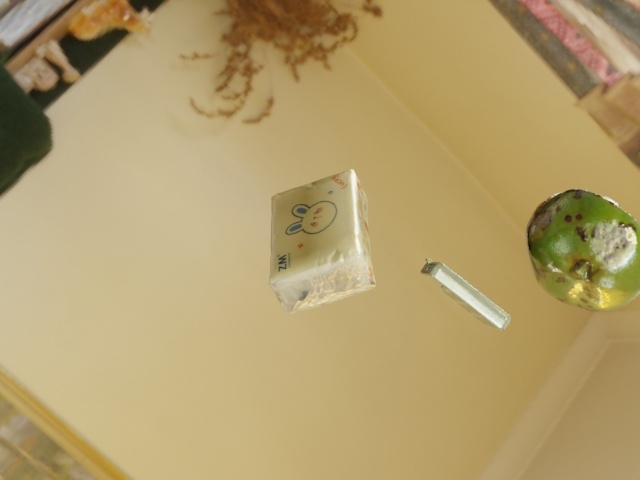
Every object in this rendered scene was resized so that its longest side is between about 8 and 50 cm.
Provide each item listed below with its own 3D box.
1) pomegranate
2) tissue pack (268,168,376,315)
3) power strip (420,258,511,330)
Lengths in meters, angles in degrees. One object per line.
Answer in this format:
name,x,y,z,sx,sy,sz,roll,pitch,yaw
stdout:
pomegranate,0.291,0.010,0.939,0.122,0.143,0.169,-57,-179,13
tissue pack,0.000,0.000,1.276,0.148,0.092,0.196,-19,-137,15
power strip,0.125,0.048,0.739,0.016,0.090,0.040,-53,-173,-5
